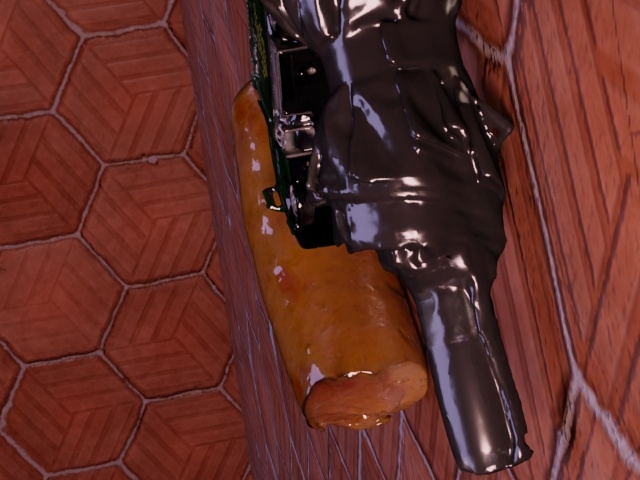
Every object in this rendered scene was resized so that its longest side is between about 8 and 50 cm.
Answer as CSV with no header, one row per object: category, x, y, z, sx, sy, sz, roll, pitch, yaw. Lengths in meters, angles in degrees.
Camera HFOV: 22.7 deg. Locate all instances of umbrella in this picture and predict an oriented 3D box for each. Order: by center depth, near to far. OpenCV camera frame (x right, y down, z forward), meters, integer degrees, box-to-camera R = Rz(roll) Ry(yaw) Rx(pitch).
umbrella,0.041,-0.057,0.755,0.118,0.118,0.340,121,134,-79

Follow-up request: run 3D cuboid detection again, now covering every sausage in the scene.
sausage,0.002,0.000,1.116,0.109,0.109,0.271,94,164,-63

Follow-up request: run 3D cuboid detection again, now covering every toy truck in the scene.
toy truck,0.000,-0.129,0.991,0.121,0.088,0.259,-113,16,-56
